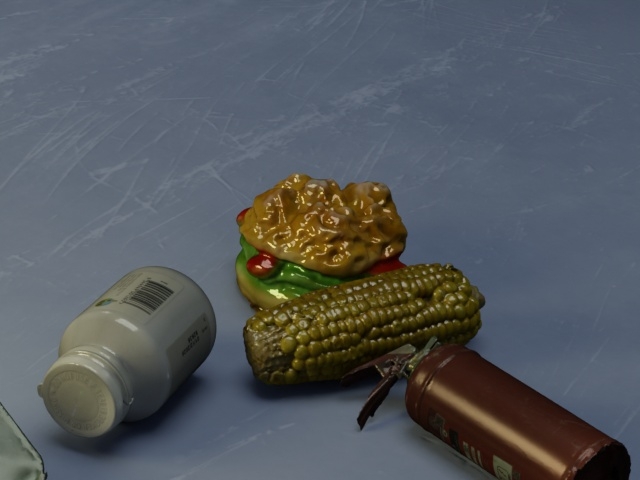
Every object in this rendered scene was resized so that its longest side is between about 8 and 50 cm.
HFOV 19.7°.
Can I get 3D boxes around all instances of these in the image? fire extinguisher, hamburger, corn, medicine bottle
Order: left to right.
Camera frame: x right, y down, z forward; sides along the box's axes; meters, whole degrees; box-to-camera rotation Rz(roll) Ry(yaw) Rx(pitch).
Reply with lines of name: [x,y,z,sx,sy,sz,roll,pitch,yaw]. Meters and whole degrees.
medicine bottle: [-0.213,0.126,2.015,0.135,0.135,0.215,15,29,18]
hamburger: [0.000,0.000,2.289,0.237,0.149,0.237,5,29,-3]
corn: [0.056,0.097,2.149,0.322,0.119,0.119,-9,31,-26]
fire extinguisher: [0.164,0.202,1.999,0.147,0.106,0.337,-40,46,-22]

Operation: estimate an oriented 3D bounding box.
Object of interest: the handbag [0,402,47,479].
handbag: [-0.431,0.195,1.791,0.247,0.079,0.260,-20,65,-38]
